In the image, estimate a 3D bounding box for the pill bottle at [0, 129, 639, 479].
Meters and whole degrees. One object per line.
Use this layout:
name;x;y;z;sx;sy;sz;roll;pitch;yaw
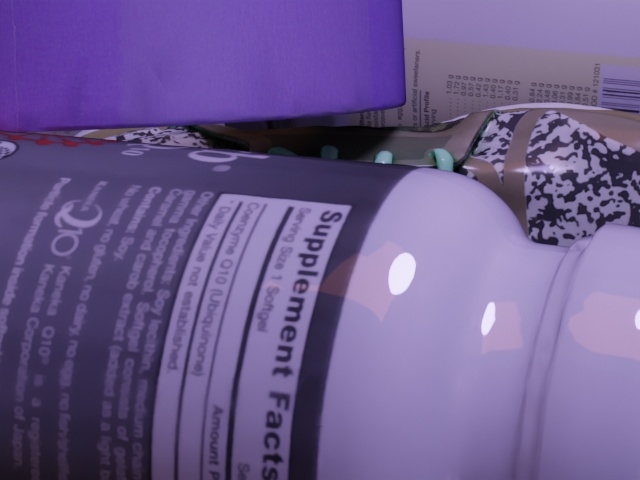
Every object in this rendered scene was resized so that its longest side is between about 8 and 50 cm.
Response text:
pill bottle;-0.025;0.067;0.777;0.363;0.210;0.210;6;25;19

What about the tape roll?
tape roll;-0.093;-0.109;0.962;0.275;0.090;0.275;-2;6;0

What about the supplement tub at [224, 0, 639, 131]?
supplement tub;0.125;-0.110;1.139;0.325;0.235;0.235;7;25;23

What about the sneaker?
sneaker;0.000;0.000;0.947;0.410;0.158;0.182;-3;-3;20
